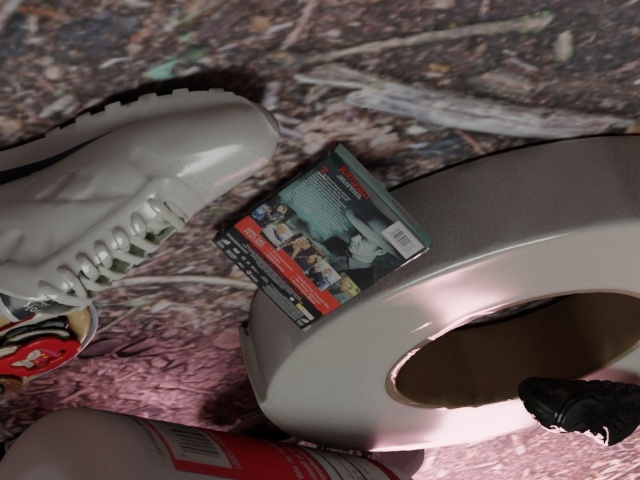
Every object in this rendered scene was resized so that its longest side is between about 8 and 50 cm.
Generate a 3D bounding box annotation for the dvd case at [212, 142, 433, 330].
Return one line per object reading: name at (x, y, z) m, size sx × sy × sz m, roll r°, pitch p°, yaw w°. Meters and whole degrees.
dvd case at (0.000, 0.000, 0.998) m, size 0.087 × 0.013 × 0.119 m, roll 45°, pitch 129°, yaw -13°

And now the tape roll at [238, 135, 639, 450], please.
tape roll at (0.139, 0.053, 1.172) m, size 0.392 × 0.072 × 0.392 m, roll -12°, pitch 155°, yaw -6°

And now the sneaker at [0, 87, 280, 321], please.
sneaker at (-0.128, -0.010, 0.881) m, size 0.235 × 0.095 × 0.090 m, roll -20°, pitch 152°, yaw 10°

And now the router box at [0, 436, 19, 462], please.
router box at (-0.238, 0.209, 1.325) m, size 0.179 × 0.046 × 0.133 m, roll -26°, pitch 152°, yaw 22°

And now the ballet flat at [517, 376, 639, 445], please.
ballet flat at (0.214, 0.127, 1.246) m, size 0.173 × 0.049 × 0.057 m, roll 18°, pitch 108°, yaw -55°

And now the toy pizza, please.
toy pizza at (-0.247, 0.075, 1.062) m, size 0.201 × 0.032 × 0.201 m, roll -12°, pitch 155°, yaw -6°

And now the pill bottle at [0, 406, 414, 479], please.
pill bottle at (-0.044, 0.269, 1.227) m, size 0.408 × 0.229 × 0.229 m, roll 16°, pitch 142°, yaw -36°

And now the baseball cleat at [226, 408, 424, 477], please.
baseball cleat at (0.003, 0.183, 1.368) m, size 0.206 × 0.072 × 0.109 m, roll -7°, pitch 151°, yaw -19°
